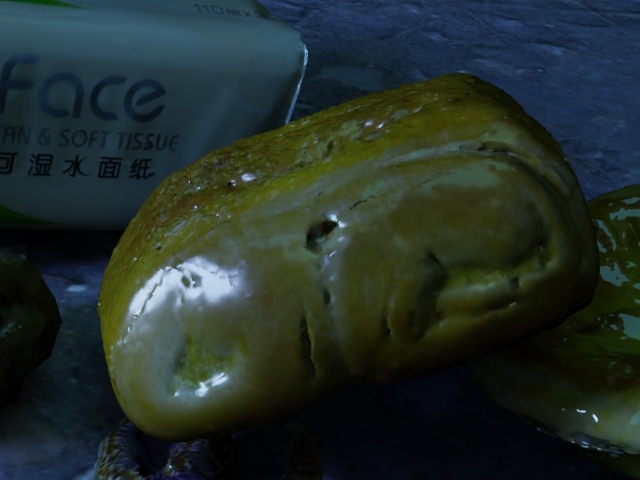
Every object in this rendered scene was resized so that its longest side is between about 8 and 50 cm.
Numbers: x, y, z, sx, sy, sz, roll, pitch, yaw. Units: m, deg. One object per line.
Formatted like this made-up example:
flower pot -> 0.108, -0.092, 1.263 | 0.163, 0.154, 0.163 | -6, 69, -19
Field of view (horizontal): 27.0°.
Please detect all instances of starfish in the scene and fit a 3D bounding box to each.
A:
starfish -> -0.091, 0.172, 0.815 | 0.216, 0.071, 0.238 | -6, 21, -15

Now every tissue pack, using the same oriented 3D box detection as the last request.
tissue pack -> -0.264, -0.157, 1.131 | 0.404, 0.205, 0.332 | 2, 26, -33

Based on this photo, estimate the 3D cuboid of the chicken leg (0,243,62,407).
chicken leg -> -0.337, 0.040, 0.850 | 0.361, 0.140, 0.211 | 13, 13, -34

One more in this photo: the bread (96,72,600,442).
bread -> -0.002, -0.008, 0.914 | 0.328, 0.148, 0.337 | -17, 14, 2

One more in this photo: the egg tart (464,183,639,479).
egg tart -> 0.263, 0.078, 0.961 | 0.341, 0.132, 0.341 | -4, 28, 2
